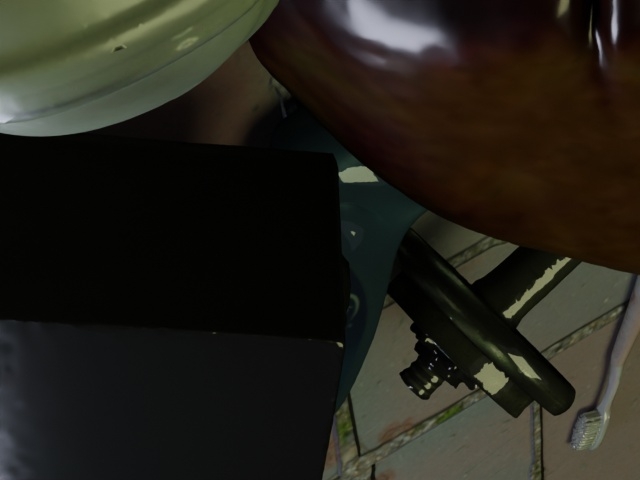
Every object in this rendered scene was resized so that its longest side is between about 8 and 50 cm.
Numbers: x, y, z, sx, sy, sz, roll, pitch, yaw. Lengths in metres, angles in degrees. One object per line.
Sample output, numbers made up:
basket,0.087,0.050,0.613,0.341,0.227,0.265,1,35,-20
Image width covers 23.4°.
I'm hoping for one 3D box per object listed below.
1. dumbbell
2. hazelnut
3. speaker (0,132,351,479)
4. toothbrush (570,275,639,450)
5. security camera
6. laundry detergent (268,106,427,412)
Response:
dumbbell,0.171,0.012,1.168,0.290,0.192,0.192,-45,142,5
hazelnut,0.139,-0.181,0.834,0.402,0.402,0.429,-49,140,9
speaker,-0.108,0.083,0.945,0.232,0.184,0.254,4,130,-5
toothbrush,0.291,0.096,1.483,0.030,0.025,0.307,-9,133,-24
security camera,-0.130,-0.161,0.671,0.191,0.277,0.197,-32,140,-10
laundry detergent,0.000,0.000,1.084,0.143,0.094,0.289,8,122,-29
